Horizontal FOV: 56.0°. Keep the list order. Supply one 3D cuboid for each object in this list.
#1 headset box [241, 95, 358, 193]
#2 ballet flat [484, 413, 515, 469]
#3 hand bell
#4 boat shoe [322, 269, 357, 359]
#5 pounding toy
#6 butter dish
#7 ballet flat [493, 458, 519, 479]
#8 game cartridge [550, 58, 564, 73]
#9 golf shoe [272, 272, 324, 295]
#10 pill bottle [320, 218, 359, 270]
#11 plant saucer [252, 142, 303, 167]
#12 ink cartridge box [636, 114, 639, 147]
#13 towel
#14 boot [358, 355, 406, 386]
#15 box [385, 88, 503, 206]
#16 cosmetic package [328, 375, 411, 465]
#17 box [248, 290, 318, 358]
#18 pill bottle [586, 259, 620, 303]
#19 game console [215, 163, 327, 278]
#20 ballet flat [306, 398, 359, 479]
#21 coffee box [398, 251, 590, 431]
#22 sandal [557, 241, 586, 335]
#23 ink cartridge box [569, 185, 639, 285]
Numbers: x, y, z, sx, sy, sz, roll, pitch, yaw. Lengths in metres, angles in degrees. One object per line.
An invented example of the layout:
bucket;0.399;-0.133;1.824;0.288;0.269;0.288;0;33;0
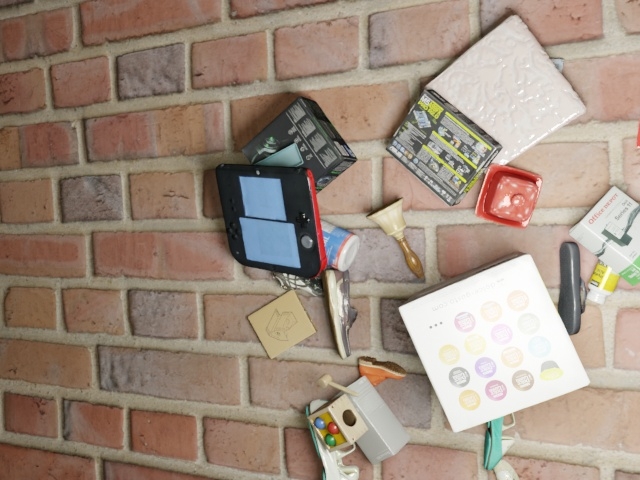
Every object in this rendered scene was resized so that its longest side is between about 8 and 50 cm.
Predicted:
headset box;-0.074;-0.262;1.890;0.283;0.131;0.246;-39;79;20
ballet flat;0.512;0.543;1.719;0.087;0.083;0.247;0;95;9
hand bell;0.247;0.005;1.802;0.126;0.126;0.241;-27;96;22
boat shoe;0.072;0.226;1.878;0.093;0.103;0.285;-10;90;-9
pounding toy;0.039;0.505;1.783;0.206;0.094;0.181;56;138;7
butter dish;0.523;-0.113;1.633;0.160;0.118;0.160;15;101;-2
ballet flat;0.550;0.705;1.724;0.057;0.052;0.168;-38;78;21
game cartridge;0.628;-0.453;1.640;0.056;0.017;0.083;12;98;19
golf shoe;-0.074;0.133;1.954;0.198;0.077;0.093;36;117;24
pill bottle;0.000;0.000;1.879;0.222;0.124;0.124;23;102;21
plant saucer;-0.140;-0.227;1.840;0.192;0.018;0.067;-23;85;23
ink cartridge box;0.920;-0.290;1.490;0.231;0.078;0.134;6;95;23
towel;0.503;-0.395;1.668;0.317;0.053;0.331;-37;79;25
boot;0.191;0.416;1.862;0.158;0.059;0.084;8;100;31
box;0.345;-0.263;1.712;0.270;0.060;0.216;45;123;19
cosmetic package;0.149;0.551;1.842;0.238;0.107;0.127;53;137;15
box;-0.126;0.279;2.006;0.201;0.021;0.164;-33;80;21
pill bottle;0.751;0.107;1.594;0.065;0.065;0.116;22;102;21
game console;-0.157;-0.063;1.840;0.387;0.060;0.341;8;119;37
ballet flat;0.055;0.699;1.907;0.139;0.139;0.399;-13;87;23
coffee box;0.441;0.244;1.563;0.338;0.338;0.334;-24;84;13
sandal;0.685;0.132;1.615;0.055;0.097;0.254;0;94;-3
ink cartridge box;0.772;-0.014;1.534;0.208;0.087;0.153;42;76;16
